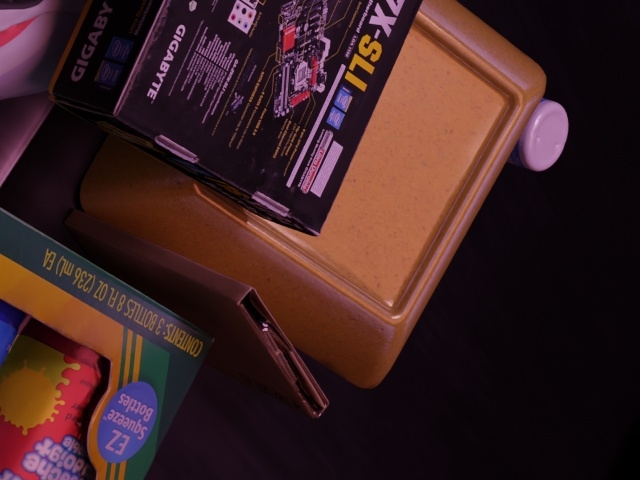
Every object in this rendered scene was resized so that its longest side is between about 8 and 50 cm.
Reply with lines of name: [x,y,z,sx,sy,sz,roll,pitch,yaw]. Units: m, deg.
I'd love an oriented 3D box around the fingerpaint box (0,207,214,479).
fingerpaint box: [-0.321,0.136,1.315,0.445,0.163,0.371,38,77,-52]

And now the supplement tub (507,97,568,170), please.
supplement tub: [0.180,-0.113,1.863,0.071,0.107,0.071,-25,124,-43]

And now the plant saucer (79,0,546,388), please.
plant saucer: [0.020,-0.085,1.587,0.333,0.081,0.333,34,81,-26]

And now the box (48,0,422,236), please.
box: [-0.033,-0.195,1.406,0.257,0.079,0.322,29,83,-52]

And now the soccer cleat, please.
soccer cleat: [-0.213,-0.149,1.386,0.116,0.109,0.318,-47,159,22]

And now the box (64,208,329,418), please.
box: [-0.099,0.057,1.521,0.021,0.201,0.164,-51,139,-19]
